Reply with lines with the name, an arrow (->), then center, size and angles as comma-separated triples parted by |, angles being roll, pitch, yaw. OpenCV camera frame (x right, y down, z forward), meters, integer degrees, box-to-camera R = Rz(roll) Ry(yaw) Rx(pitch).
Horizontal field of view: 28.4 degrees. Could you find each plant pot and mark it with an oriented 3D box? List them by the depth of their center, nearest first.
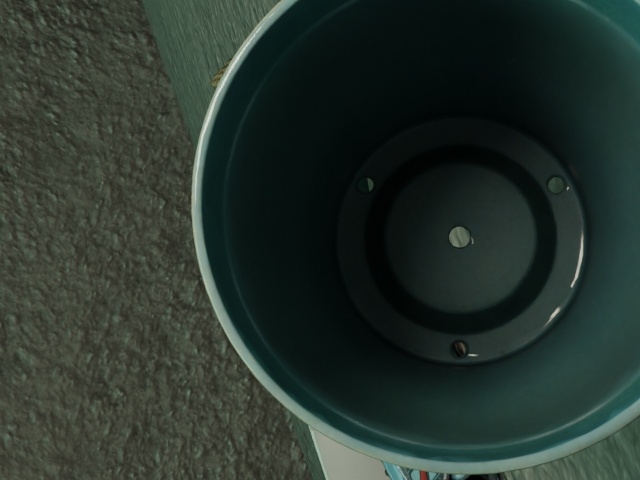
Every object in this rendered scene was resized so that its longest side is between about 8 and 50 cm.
plant pot -> 0.085, -0.011, 0.746 | 0.255, 0.272, 0.271 | 34, -143, -82

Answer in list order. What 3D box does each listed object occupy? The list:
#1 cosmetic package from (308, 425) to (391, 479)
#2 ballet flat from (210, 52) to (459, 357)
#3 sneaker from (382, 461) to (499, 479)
cosmetic package -> 0.077, 0.335, 1.571 | 0.377, 0.097, 0.284 | 67, -178, -82
ballet flat -> 0.000, 0.000, 1.338 | 0.164, 0.182, 0.482 | 27, -142, -64
sneaker -> 0.144, 0.249, 1.330 | 0.125, 0.104, 0.261 | -49, 40, 40
